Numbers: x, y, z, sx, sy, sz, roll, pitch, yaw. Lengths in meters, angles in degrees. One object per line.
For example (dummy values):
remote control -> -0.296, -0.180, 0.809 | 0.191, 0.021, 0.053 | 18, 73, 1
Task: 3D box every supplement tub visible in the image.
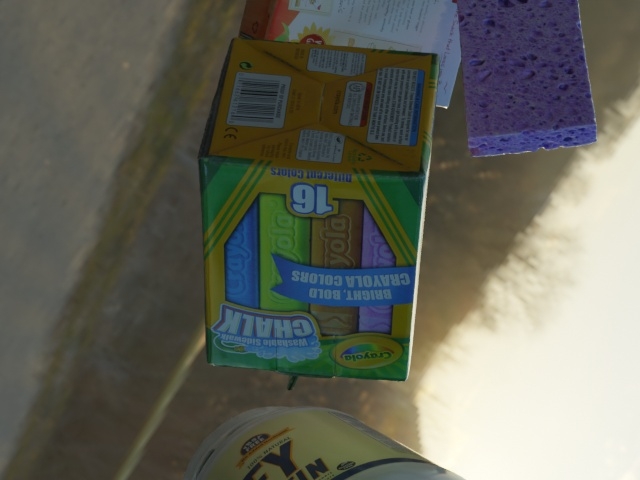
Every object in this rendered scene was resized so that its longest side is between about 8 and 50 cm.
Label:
supplement tub -> 0.010, 0.289, 1.430 | 0.235, 0.235, 0.325 | -55, -156, -8

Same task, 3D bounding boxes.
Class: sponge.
sponge -> 0.190, -0.173, 1.420 | 0.031, 0.117, 0.210 | 76, 11, -54

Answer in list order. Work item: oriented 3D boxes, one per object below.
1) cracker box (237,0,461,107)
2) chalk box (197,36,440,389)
cracker box -> 0.041, -0.229, 1.513 | 0.067, 0.232, 0.156 | 33, -68, 55
chalk box -> 0.000, 0.000, 1.282 | 0.180, 0.179, 0.289 | -81, 174, -49
